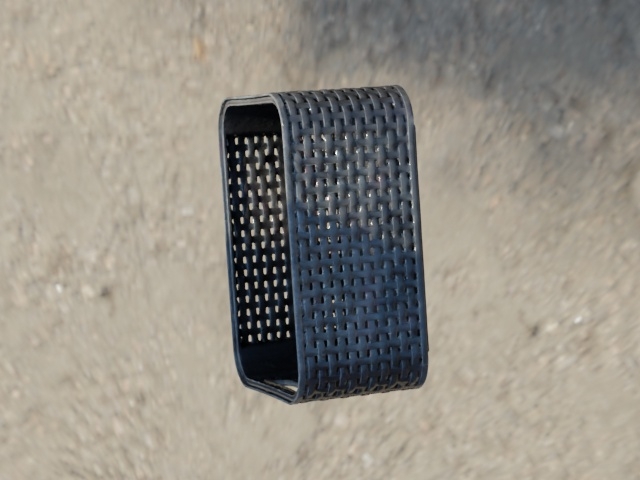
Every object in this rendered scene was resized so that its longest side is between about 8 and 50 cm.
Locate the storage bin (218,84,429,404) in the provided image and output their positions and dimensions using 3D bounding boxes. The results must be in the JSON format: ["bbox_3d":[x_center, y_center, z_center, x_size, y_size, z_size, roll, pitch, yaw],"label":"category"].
[{"bbox_3d":[0.000,0.000,1.027,0.084,0.122,0.180,-5,94,-20],"label":"storage bin"}]
